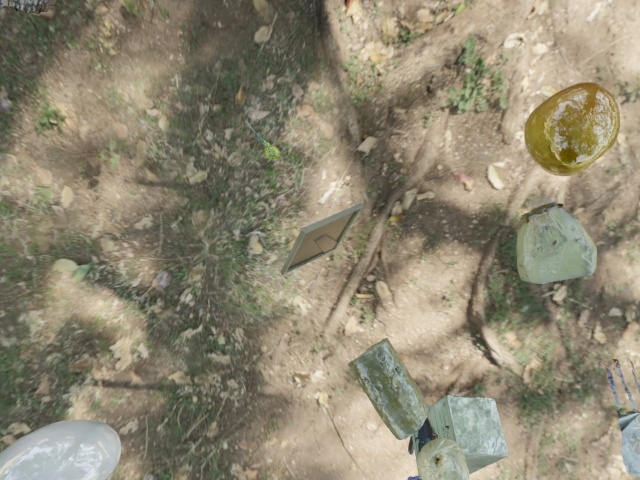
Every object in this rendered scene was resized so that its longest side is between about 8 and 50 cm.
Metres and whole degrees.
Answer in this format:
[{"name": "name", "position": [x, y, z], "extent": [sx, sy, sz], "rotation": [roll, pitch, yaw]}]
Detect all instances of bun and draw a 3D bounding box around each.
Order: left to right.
[{"name": "bun", "position": [0.253, 0.472, 1.189], "extent": [0.069, 0.115, 0.115], "rotation": [26, 82, -50]}]

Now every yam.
[{"name": "yam", "position": [0.151, 0.318, 1.222], "extent": [0.107, 0.107, 0.194], "rotation": [-30, 80, -10]}]

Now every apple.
[{"name": "apple", "position": [0.495, -0.213, 1.125], "extent": [0.182, 0.182, 0.155], "rotation": [-21, 79, -11]}]

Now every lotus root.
[{"name": "lotus root", "position": [0.418, 0.009, 1.033], "extent": [0.142, 0.070, 0.144], "rotation": [-18, 111, 21]}]

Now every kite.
[{"name": "kite", "position": [0.619, 0.341, 1.111], "extent": [0.141, 0.015, 0.245], "rotation": [5, 51, -12]}]

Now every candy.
[{"name": "candy", "position": [-0.151, -0.253, 1.447], "extent": [0.035, 0.035, 0.123], "rotation": [-41, 104, 6]}]

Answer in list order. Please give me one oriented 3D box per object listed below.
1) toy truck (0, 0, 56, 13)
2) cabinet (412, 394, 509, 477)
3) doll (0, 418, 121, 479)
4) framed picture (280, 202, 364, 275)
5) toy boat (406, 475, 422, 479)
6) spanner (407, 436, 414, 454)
[{"name": "toy truck", "position": [-0.275, -0.219, 0.404], "extent": [0.111, 0.136, 0.286], "rotation": [33, 40, -7]}, {"name": "cabinet", "position": [0.341, 0.505, 1.457], "extent": [0.150, 0.206, 0.145], "rotation": [10, 52, -20]}, {"name": "doll", "position": [-0.361, 0.197, 0.483], "extent": [0.376, 0.187, 0.365], "rotation": [-46, 69, -4]}, {"name": "framed picture", "position": [0.000, 0.000, 1.459], "extent": [0.184, 0.250, 0.016], "rotation": [-25, 73, -25]}, {"name": "toy boat", "position": [0.324, 0.728, 1.619], "extent": [0.091, 0.175, 0.110], "rotation": [20, 113, -44]}, {"name": "spanner", "position": [0.301, 0.609, 1.845], "extent": [0.012, 0.046, 0.209], "rotation": [-9, 117, -25]}]
